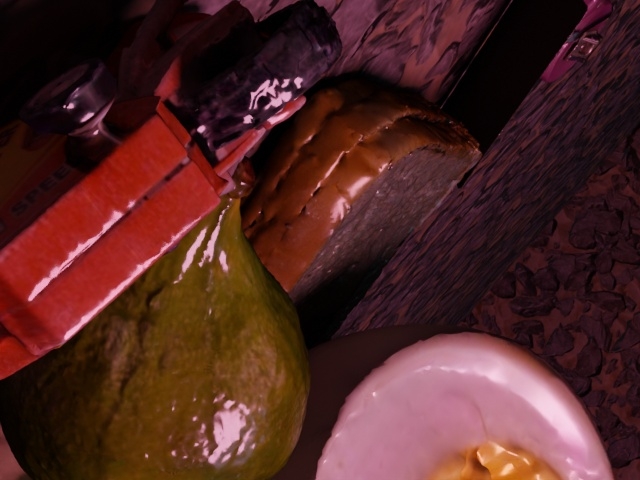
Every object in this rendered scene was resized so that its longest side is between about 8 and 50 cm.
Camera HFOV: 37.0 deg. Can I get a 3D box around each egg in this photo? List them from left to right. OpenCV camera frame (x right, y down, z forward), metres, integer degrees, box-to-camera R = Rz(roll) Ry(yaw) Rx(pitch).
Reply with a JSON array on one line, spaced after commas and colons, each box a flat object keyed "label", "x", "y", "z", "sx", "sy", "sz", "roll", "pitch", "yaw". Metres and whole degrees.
[{"label": "egg", "x": 0.034, "y": 0.259, "z": 0.857, "sx": 0.354, "sy": 0.355, "sz": 0.340, "roll": -38, "pitch": -168, "yaw": -33}]

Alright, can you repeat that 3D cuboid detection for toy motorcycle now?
[{"label": "toy motorcycle", "x": -0.120, "y": -0.013, "z": 0.421, "sx": 0.298, "sy": 0.089, "sz": 0.171, "roll": -45, "pitch": -159, "yaw": -20}]

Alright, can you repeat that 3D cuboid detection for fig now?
[{"label": "fig", "x": -0.094, "y": 0.040, "z": 0.574, "sx": 0.203, "sy": 0.203, "sz": 0.235, "roll": -29, "pitch": 137, "yaw": -50}]

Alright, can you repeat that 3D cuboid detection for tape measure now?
[{"label": "tape measure", "x": 0.259, "y": -0.230, "z": 1.034, "sx": 0.125, "sy": 0.074, "sz": 0.118, "roll": -22, "pitch": 151, "yaw": -54}]

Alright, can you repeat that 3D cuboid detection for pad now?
[{"label": "pad", "x": 0.179, "y": -0.167, "z": 0.932, "sx": 0.211, "sy": 0.003, "sz": 0.143, "roll": -57, "pitch": -157, "yaw": 32}]

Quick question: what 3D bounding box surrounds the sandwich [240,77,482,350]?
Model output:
[{"label": "sandwich", "x": 0.000, "y": 0.000, "z": 0.844, "sx": 0.301, "sy": 0.099, "sz": 0.271, "roll": -52, "pitch": 167, "yaw": 19}]

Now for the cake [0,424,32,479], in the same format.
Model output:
[{"label": "cake", "x": -0.186, "y": 0.158, "z": 0.639, "sx": 0.172, "sy": 0.158, "sz": 0.283, "roll": -48, "pitch": 162, "yaw": -4}]
